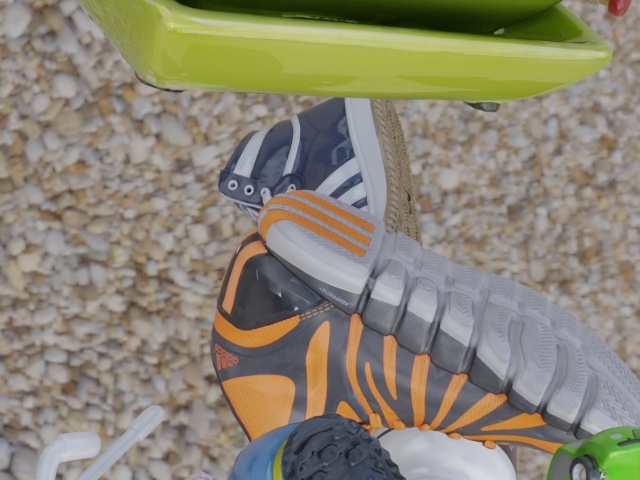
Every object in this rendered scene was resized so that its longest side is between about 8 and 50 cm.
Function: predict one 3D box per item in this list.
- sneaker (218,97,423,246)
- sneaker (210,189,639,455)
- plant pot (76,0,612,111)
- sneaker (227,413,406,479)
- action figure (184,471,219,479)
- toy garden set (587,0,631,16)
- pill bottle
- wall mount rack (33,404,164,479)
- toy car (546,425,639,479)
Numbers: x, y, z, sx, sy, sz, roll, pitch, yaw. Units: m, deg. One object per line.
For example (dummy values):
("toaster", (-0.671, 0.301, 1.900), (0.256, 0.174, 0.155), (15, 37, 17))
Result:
("sneaker", (0.000, 0.000, 1.132), (0.099, 0.153, 0.282), (55, 24, -48))
("sneaker", (0.070, 0.108, 0.970), (0.321, 0.180, 0.124), (29, 25, 4))
("plant pot", (0.008, -0.172, 0.446), (0.227, 0.228, 0.207), (-3, 129, -40))
("sneaker", (0.025, 0.176, 0.586), (0.069, 0.082, 0.209), (-21, 78, -40))
("action figure", (0.028, 0.327, 1.269), (0.276, 0.370, 0.248), (-16, 113, 7))
("toy garden set", (0.236, -0.347, 1.334), (0.049, 0.204, 0.244), (-26, 135, -46))
("pill bottle", (0.143, 0.238, 1.625), (0.181, 0.181, 0.323), (44, 29, -20))
("wall mount rack", (-0.155, 0.181, 0.988), (0.304, 0.350, 0.130), (16, 80, -52))
("toy car", (0.151, 0.186, 0.834), (0.239, 0.053, 0.225), (2, 128, -21))
